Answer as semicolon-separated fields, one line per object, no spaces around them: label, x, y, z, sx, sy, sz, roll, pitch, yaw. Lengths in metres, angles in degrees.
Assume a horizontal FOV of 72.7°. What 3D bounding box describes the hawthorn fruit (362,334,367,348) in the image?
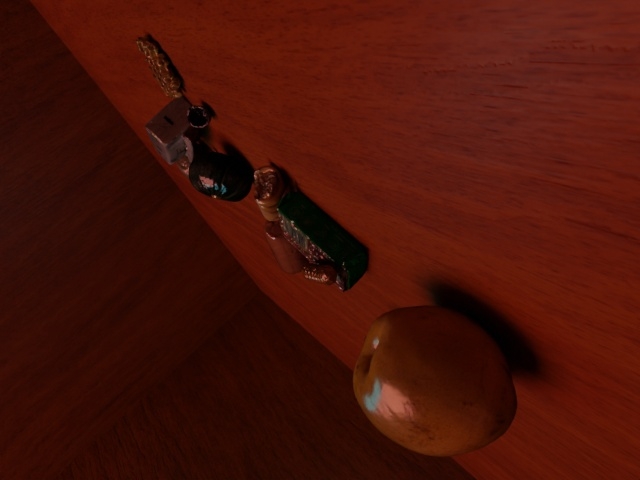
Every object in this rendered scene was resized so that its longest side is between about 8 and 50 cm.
hawthorn fruit;0.214;0.328;1.220;0.215;0.215;0.250;51;178;-11

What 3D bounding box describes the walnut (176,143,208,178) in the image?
walnut;-0.473;-0.295;1.653;0.162;0.140;0.140;33;163;5

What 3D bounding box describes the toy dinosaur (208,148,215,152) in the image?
toy dinosaur;-0.360;-0.264;1.578;0.055;0.049;0.154;14;139;60

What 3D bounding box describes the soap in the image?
soap;-0.002;0.002;1.176;0.273;0.098;0.217;41;164;20

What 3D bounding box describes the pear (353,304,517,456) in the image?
pear;0.227;0.278;0.876;0.314;0.314;0.314;43;164;15

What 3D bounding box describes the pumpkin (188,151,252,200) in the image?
pumpkin;-0.319;-0.208;1.413;0.212;0.151;0.211;16;-178;0

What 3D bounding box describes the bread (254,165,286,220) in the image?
bread;-0.134;-0.128;1.207;0.177;0.084;0.119;80;-179;-66

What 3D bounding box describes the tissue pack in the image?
tissue pack;-0.473;-0.349;1.472;0.145;0.159;0.229;44;165;-6

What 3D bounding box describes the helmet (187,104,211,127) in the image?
helmet;-0.346;-0.367;1.284;0.084;0.049;0.064;10;114;24

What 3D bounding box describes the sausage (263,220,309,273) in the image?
sausage;-0.108;0.011;1.449;0.121;0.121;0.304;41;164;24

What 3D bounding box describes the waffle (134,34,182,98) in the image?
waffle;-0.473;-0.507;1.283;0.161;0.046;0.192;23;151;56

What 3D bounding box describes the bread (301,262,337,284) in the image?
bread;-0.005;0.085;1.120;0.052;0.044;0.157;61;159;-13
